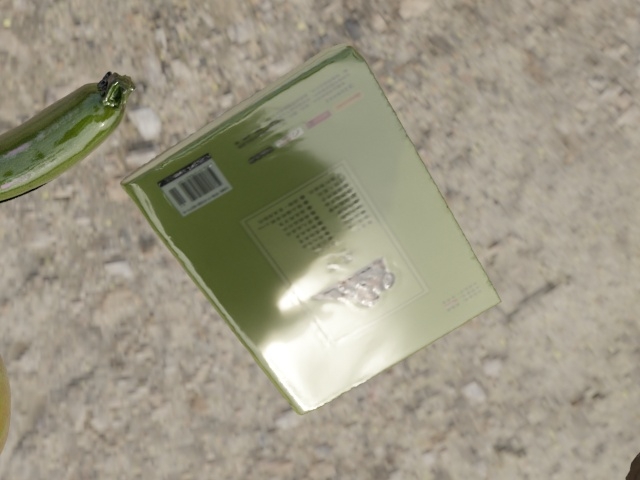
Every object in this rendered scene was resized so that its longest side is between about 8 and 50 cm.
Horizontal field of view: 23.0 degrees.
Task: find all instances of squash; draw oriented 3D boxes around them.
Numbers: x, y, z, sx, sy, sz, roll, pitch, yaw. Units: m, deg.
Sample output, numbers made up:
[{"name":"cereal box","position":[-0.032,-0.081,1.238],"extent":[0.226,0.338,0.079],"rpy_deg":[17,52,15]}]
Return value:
[{"name":"squash","position":[-0.310,-0.095,1.689],"extent":[0.318,0.080,0.071],"rpy_deg":[-24,79,24]}]

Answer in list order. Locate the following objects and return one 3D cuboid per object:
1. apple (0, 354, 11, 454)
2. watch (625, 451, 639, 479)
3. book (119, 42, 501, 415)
[{"name":"apple","position":[-0.391,0.149,1.384],"extent":[0.237,0.207,0.237],"rpy_deg":[0,97,2]},{"name":"watch","position":[0.168,0.234,0.756],"extent":[0.327,0.335,0.314],"rpy_deg":[4,95,-31]},{"name":"book","position":[0.000,0.000,1.455],"extent":[0.239,0.035,0.352],"rpy_deg":[-31,129,4]}]
